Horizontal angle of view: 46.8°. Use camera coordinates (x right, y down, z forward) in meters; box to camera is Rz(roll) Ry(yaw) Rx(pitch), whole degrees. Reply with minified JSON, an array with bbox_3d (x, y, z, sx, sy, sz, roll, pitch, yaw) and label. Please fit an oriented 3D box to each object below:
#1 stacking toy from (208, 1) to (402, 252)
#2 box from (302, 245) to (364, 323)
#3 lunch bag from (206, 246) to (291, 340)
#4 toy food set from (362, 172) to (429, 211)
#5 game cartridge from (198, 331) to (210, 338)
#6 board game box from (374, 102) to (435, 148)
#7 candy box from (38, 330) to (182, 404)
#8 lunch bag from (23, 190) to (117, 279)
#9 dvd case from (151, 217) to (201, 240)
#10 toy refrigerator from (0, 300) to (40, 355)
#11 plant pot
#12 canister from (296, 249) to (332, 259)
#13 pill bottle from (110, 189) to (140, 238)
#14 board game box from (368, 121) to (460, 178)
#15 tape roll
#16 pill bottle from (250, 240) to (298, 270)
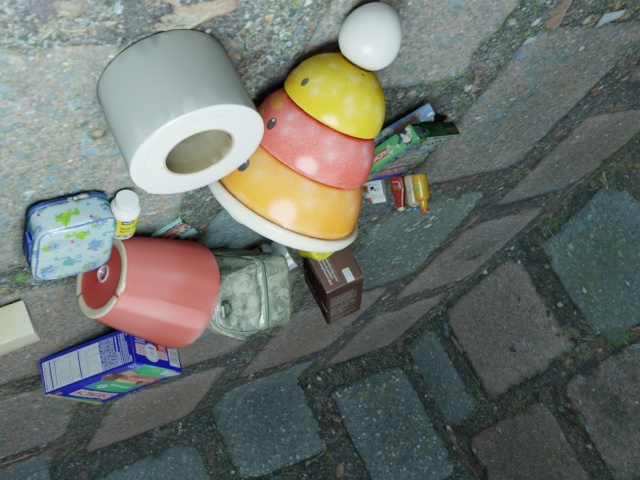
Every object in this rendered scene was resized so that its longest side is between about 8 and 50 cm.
[{"bbox_3d":[0.010,-0.249,1.463,0.350,0.350,0.480,-2,129,-50],"label":"stacking toy"},{"bbox_3d":[0.040,0.126,2.446,0.143,0.191,0.381,-24,159,-10],"label":"box"},{"bbox_3d":[-0.263,0.139,1.926,0.305,0.213,0.256,7,-169,44],"label":"lunch bag"},{"bbox_3d":[0.195,-0.121,2.056,0.232,0.105,0.111,-8,-175,21],"label":"toy food set"},{"bbox_3d":[-0.472,0.296,2.408,0.297,0.062,0.198,-21,163,-17],"label":"game cartridge"},{"bbox_3d":[0.193,-0.267,1.866,0.201,0.035,0.136,-30,173,5],"label":"board game box"},{"bbox_3d":[-0.625,0.381,2.220,0.317,0.122,0.268,-20,158,14],"label":"candy box"},{"bbox_3d":[-0.525,-0.007,1.538,0.176,0.090,0.219,-17,157,-30],"label":"lunch bag"},{"bbox_3d":[-0.358,-0.016,1.845,0.087,0.013,0.119,-30,159,7],"label":"dvd case"},{"bbox_3d":[-0.821,0.236,1.755,0.269,0.094,0.102,-21,166,-17],"label":"toy refrigerator"},{"bbox_3d":[-0.414,0.105,1.736,0.275,0.275,0.243,-38,144,26],"label":"plant pot"},{"bbox_3d":[0.000,0.000,2.150,0.126,0.073,0.170,-39,-170,-12],"label":"canister"},{"bbox_3d":[-0.421,-0.057,1.586,0.065,0.065,0.116,-16,157,-29],"label":"pill bottle"},{"bbox_3d":[0.215,-0.228,1.902,0.213,0.046,0.317,-34,172,29],"label":"board game box"},{"bbox_3d":[-0.240,-0.217,1.280,0.246,0.169,0.246,-25,160,-10],"label":"tape roll"},{"bbox_3d":[-0.179,0.082,2.161,0.208,0.119,0.119,-30,160,5],"label":"pill bottle"}]
